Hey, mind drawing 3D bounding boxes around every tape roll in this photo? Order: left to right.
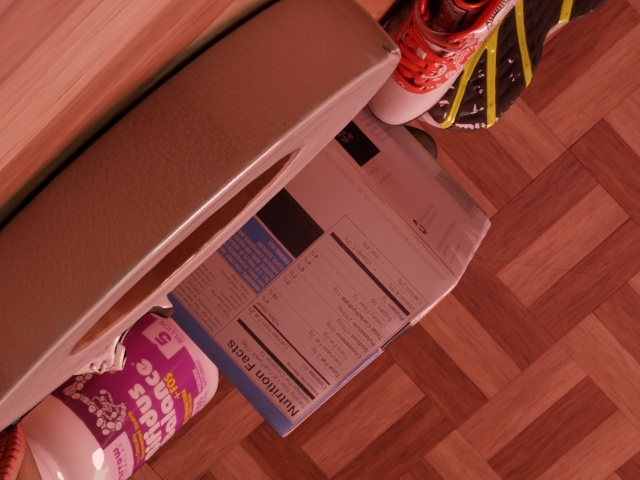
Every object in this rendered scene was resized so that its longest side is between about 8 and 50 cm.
[{"bbox_3d":[-0.109,-0.017,0.935,0.392,0.072,0.392,-43,179,-1],"label":"tape roll"}]

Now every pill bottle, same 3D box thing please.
[{"bbox_3d":[-0.268,0.205,1.604,0.301,0.169,0.169,-43,180,-39],"label":"pill bottle"}]

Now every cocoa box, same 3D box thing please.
[{"bbox_3d":[0.000,0.000,1.391,0.228,0.231,0.347,-43,180,15],"label":"cocoa box"}]

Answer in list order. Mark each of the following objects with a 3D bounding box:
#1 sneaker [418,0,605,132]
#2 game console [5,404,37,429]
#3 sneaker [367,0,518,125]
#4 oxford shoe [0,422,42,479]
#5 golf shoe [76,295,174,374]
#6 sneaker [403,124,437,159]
[{"bbox_3d":[0.208,-0.282,1.511,0.384,0.145,0.147,-45,-149,-16],"label":"sneaker"},{"bbox_3d":[-0.270,0.097,1.308,0.144,0.085,0.124,-43,148,-5],"label":"game console"},{"bbox_3d":[0.105,-0.197,1.304,0.270,0.090,0.145,-47,176,33],"label":"sneaker"},{"bbox_3d":[-0.302,0.287,1.271,0.140,0.146,0.397,-29,-154,1],"label":"oxford shoe"},{"bbox_3d":[-0.212,0.090,1.203,0.186,0.086,0.067,-41,-179,-1],"label":"golf shoe"},{"bbox_3d":[0.048,-0.118,1.664,0.286,0.109,0.130,0,-130,57],"label":"sneaker"}]
